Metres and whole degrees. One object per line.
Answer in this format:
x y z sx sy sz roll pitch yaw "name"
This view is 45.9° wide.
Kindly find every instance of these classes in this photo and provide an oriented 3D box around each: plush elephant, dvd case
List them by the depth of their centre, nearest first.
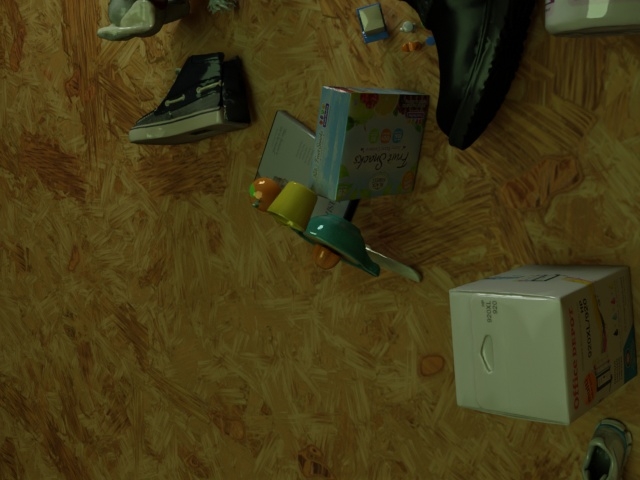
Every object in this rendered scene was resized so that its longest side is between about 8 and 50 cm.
-0.026 -0.118 1.478 0.253 0.022 0.180 39 122 30 "dvd case"
-0.360 -0.535 1.539 0.255 0.272 0.330 -36 98 15 "plush elephant"

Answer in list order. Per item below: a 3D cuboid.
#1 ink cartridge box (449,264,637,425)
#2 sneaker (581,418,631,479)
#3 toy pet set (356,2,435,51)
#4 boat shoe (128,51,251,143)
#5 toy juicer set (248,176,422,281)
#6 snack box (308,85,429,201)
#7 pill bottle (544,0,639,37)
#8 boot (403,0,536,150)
0.316 0.135 1.064 0.168 0.233 0.171 -1 98 43 "ink cartridge box"
0.415 0.367 1.122 0.071 0.083 0.190 2 101 41 "sneaker"
0.125 -0.370 1.281 0.114 0.065 0.122 -14 91 9 "toy pet set"
-0.290 -0.302 1.633 0.341 0.127 0.158 -5 88 35 "boat shoe"
0.000 0.000 1.313 0.209 0.329 0.089 19 79 53 "toy juicer set"
0.082 -0.161 1.242 0.070 0.207 0.174 23 111 40 "snack box"
0.371 -0.418 0.952 0.169 0.169 0.301 7 103 42 "pill bottle"
0.174 -0.335 1.141 0.260 0.131 0.347 27 122 27 "boot"
